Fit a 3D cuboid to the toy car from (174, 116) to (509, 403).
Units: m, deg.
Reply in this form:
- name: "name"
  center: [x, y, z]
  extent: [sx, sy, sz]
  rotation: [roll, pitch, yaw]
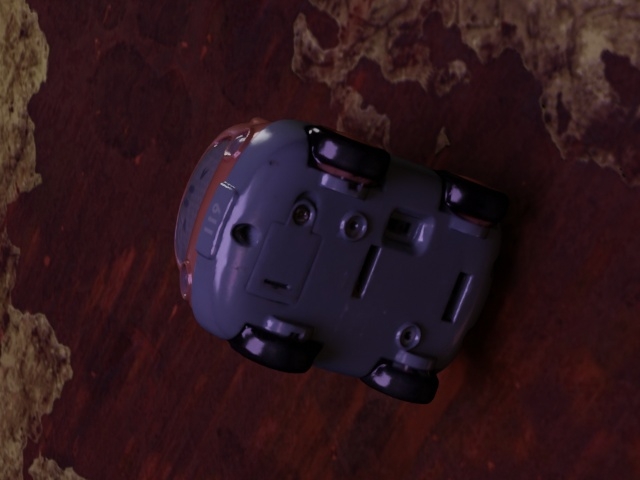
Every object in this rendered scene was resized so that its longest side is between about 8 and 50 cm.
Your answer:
- name: "toy car"
  center: [0.000, 0.000, 1.124]
  extent: [0.212, 0.271, 0.180]
  rotation: [29, 101, 54]
